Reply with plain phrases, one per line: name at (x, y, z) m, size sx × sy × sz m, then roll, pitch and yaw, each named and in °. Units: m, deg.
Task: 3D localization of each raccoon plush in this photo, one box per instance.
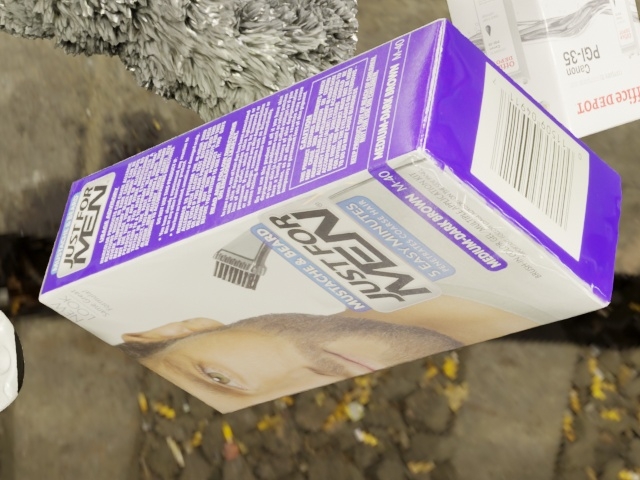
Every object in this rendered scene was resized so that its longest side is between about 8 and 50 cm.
raccoon plush at (-0.106, -0.181, 1.497) m, size 0.299 × 0.446 × 0.216 m, roll 1°, pitch 120°, yaw -35°

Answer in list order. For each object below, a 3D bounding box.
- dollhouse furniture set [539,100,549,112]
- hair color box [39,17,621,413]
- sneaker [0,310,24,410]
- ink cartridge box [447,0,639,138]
dollhouse furniture set at (0.137, -0.074, 1.317) m, size 0.091 × 0.114 × 0.081 m, roll 20°, pitch 67°, yaw -41°
hair color box at (0.000, 0.000, 1.050) m, size 0.339 × 0.110 × 0.185 m, roll -19°, pitch 137°, yaw 41°
sneaker at (-0.438, 0.105, 1.350) m, size 0.323 × 0.236 × 0.130 m, roll 5°, pitch 78°, yaw -52°
ink cartridge box at (0.241, -0.245, 1.735) m, size 0.207 × 0.117 × 0.283 m, roll -18°, pitch 96°, yaw -49°
